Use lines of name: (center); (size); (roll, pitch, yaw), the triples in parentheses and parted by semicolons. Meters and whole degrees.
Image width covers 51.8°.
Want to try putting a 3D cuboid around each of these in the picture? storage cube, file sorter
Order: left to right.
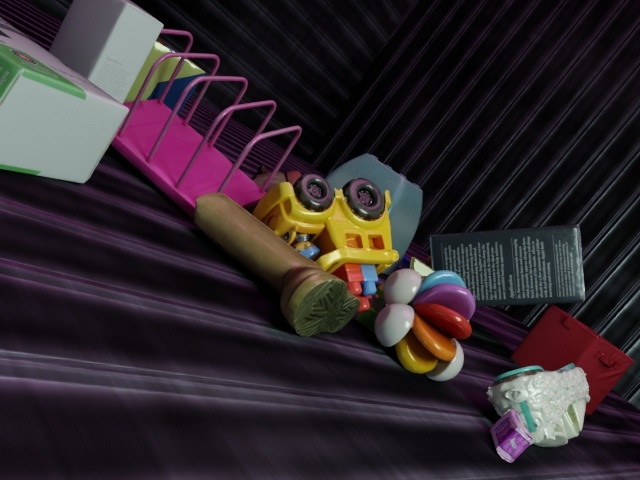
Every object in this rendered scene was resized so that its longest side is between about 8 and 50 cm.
file sorter: (-0.207, -0.203, 1.122); (0.291, 0.182, 0.202); (41, 27, 9)
storage cube: (0.674, 0.320, 1.776); (0.184, 0.193, 0.215); (30, 10, -29)

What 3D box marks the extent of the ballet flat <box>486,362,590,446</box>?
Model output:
ballet flat: (0.402, 0.301, 1.180); (0.147, 0.147, 0.409); (39, 13, 31)

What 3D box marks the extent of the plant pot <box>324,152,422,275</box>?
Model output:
plant pot: (0.135, -0.085, 1.794); (0.247, 0.252, 0.248); (39, 10, 28)

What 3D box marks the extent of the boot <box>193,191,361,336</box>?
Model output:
boot: (-0.084, 0.023, 0.933); (0.269, 0.089, 0.236); (38, -4, 19)

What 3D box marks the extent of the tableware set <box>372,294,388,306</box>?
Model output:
tableware set: (0.123, 0.123, 1.349); (0.141, 0.020, 0.169); (36, 1, -31)

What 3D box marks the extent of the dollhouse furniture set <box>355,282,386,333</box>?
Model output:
dollhouse furniture set: (0.118, 0.121, 1.176); (0.059, 0.076, 0.152); (34, 18, 14)

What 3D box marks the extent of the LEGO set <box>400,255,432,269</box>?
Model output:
LEGO set: (0.323, 0.075, 2.149); (0.227, 0.093, 0.087); (33, 9, -7)

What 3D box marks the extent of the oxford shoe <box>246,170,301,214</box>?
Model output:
oxford shoe: (-0.101, -0.056, 1.332); (0.130, 0.123, 0.348); (2, 18, -4)

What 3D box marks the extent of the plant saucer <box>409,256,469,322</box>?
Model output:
plant saucer: (0.294, 0.143, 1.705); (0.188, 0.045, 0.188); (34, 25, -3)

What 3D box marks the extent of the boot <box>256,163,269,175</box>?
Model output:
boot: (-0.139, -0.183, 2.024); (0.114, 0.037, 0.106); (27, 24, -23)

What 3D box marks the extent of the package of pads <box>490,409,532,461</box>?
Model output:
package of pads: (0.273, 0.280, 0.949); (0.032, 0.050, 0.083); (40, 9, 4)

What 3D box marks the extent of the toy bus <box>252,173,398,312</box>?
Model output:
toy bus: (0.014, 0.015, 1.089); (0.220, 0.149, 0.211); (4, 64, -30)

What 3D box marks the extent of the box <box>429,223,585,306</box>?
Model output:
box: (0.534, 0.077, 1.897); (0.396, 0.211, 0.293); (-4, -3, 18)

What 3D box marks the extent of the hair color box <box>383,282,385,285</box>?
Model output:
hair color box: (0.201, 0.143, 1.445); (0.141, 0.043, 0.072); (37, 1, 24)

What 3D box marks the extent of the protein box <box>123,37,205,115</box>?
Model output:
protein box: (-0.362, -0.314, 1.349); (0.136, 0.199, 0.201); (31, 9, -30)

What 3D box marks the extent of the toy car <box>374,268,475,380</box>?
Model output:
toy car: (0.185, 0.122, 1.059); (0.159, 0.136, 0.182); (36, 45, -16)

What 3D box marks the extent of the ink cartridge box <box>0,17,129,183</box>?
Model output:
ink cartridge box: (-0.415, -0.203, 0.788); (0.289, 0.121, 0.211); (35, 8, 12)

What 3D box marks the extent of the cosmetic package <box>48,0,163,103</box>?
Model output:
cosmetic package: (-0.349, -0.265, 1.007); (0.117, 0.231, 0.085); (39, 12, 27)
